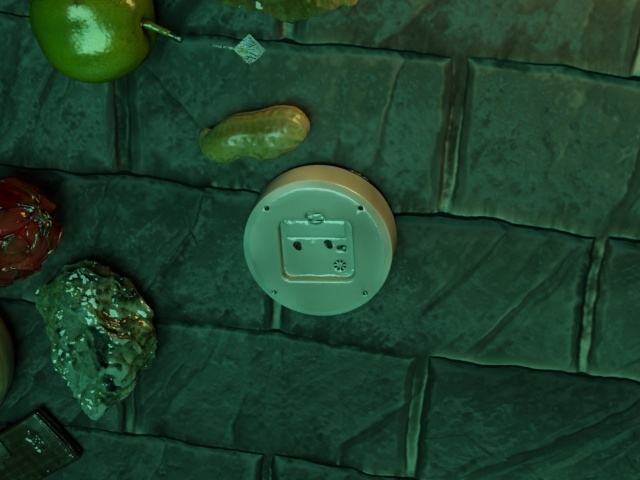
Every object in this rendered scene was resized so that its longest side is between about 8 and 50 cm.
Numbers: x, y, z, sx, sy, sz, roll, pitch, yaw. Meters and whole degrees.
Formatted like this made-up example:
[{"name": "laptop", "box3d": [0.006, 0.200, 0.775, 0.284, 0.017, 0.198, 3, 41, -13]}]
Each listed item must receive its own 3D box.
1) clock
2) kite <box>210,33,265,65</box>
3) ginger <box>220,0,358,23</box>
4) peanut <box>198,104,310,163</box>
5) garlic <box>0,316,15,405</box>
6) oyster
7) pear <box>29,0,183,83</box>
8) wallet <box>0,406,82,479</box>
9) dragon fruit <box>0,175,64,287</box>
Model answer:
[{"name": "clock", "box3d": [0.000, 0.000, 1.800, 0.230, 0.083, 0.230, 3, 114, 7]}, {"name": "kite", "box3d": [-0.119, -0.286, 1.726, 0.078, 0.002, 0.044, 26, 116, -4]}, {"name": "ginger", "box3d": [-0.028, -0.424, 1.578, 0.219, 0.123, 0.270, 14, 116, 6]}, {"name": "peanut", "box3d": [-0.099, -0.152, 1.748, 0.174, 0.080, 0.080, -9, 113, 17]}, {"name": "garlic", "box3d": [-0.606, 0.225, 1.997, 0.196, 0.151, 0.338, 23, 128, 28]}, {"name": "oyster", "box3d": [-0.360, 0.160, 1.918, 0.198, 0.112, 0.267, -20, 113, 18]}, {"name": "pear", "box3d": [-0.294, -0.308, 1.649, 0.216, 0.166, 0.180, 7, 102, 21]}, {"name": "wallet", "box3d": [-0.544, 0.388, 2.093, 0.230, 0.042, 0.124, -30, 110, 22]}, {"name": "dragon fruit", "box3d": [-0.493, -0.013, 1.826, 0.209, 0.172, 0.172, -37, 104, 23]}]
